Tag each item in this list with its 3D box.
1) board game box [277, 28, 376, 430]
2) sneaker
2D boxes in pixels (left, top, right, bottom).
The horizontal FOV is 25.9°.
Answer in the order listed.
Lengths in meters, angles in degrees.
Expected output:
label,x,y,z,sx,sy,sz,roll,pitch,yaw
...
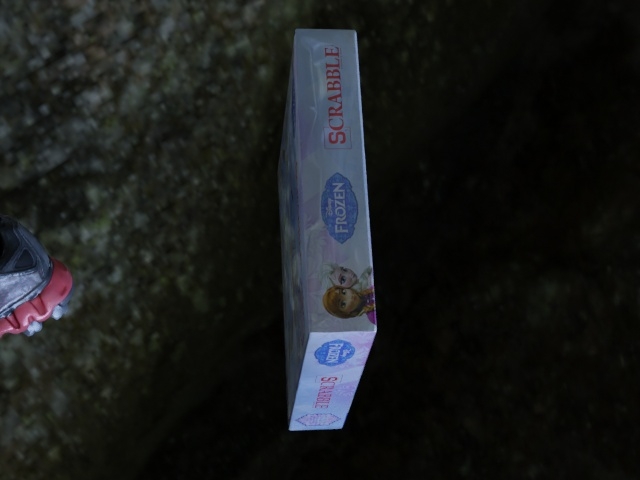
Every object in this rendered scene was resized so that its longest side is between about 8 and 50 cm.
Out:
label,x,y,z,sx,sy,sz,roll,pitch,yaw
board game box,0.000,0.000,1.433,0.065,0.318,0.319,-1,-113,-5
sneaker,-0.377,0.071,1.337,0.276,0.135,0.097,-36,-144,-18
